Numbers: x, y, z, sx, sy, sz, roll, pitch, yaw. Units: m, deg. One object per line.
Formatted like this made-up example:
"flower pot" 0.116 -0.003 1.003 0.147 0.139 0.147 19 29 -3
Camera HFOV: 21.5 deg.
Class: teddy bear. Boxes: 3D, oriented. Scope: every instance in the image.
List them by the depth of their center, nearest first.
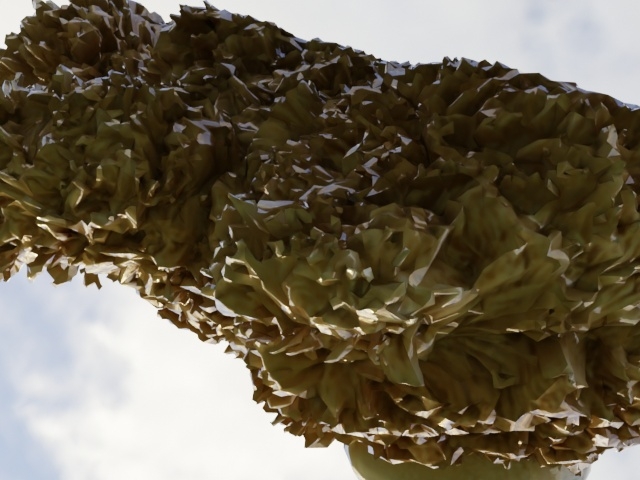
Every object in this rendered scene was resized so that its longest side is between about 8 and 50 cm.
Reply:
"teddy bear" 0.000 0.000 0.508 0.338 0.245 0.113 22 -87 45
